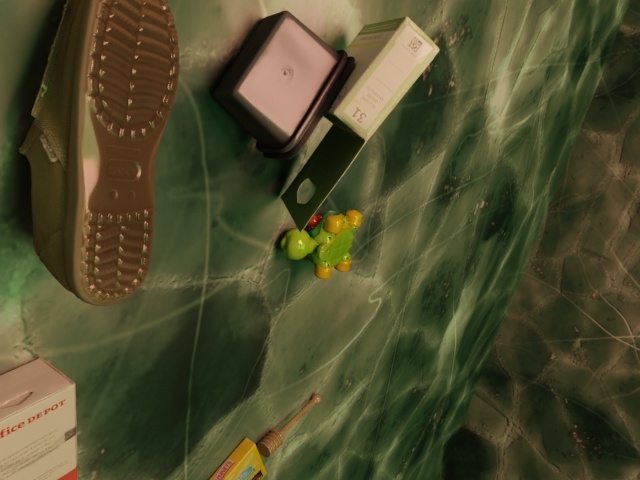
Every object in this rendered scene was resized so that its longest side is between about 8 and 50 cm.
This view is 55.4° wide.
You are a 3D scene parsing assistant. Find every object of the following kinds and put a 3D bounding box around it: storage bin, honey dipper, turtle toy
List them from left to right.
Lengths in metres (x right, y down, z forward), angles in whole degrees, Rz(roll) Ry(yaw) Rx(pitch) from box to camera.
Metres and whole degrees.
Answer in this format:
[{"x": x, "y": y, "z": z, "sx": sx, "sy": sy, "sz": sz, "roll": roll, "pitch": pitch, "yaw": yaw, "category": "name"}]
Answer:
[{"x": -0.046, "y": -0.168, "z": 0.643, "sx": 0.091, "sy": 0.098, "sz": 0.135, "roll": 38, "pitch": 78, "yaw": -32, "category": "storage bin"}, {"x": -0.049, "y": 0.313, "z": 1.055, "sx": 0.160, "sy": 0.030, "sz": 0.031, "roll": -33, "pitch": 138, "yaw": -49, "category": "honey dipper"}, {"x": 0.000, "y": 0.000, "z": 0.854, "sx": 0.130, "sy": 0.066, "sz": 0.095, "roll": -16, "pitch": 125, "yaw": -53, "category": "turtle toy"}]

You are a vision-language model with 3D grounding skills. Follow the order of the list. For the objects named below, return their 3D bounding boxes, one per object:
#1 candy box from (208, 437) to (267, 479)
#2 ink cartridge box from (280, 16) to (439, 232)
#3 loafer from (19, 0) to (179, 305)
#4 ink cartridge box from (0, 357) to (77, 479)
[{"x": -0.165, "y": 0.412, "z": 0.939, "sx": 0.206, "sy": 0.027, "sz": 0.105, "roll": -45, "pitch": 142, "yaw": -31, "category": "candy box"}, {"x": 0.017, "y": -0.137, "z": 0.691, "sx": 0.056, "sy": 0.171, "sz": 0.235, "roll": 37, "pitch": 97, "yaw": -19, "category": "ink cartridge box"}, {"x": -0.182, "y": -0.087, "z": 0.478, "sx": 0.102, "sy": 0.092, "sz": 0.269, "roll": 11, "pitch": 86, "yaw": -64, "category": "loafer"}, {"x": -0.280, "y": 0.190, "z": 0.555, "sx": 0.099, "sy": 0.056, "sz": 0.135, "roll": -24, "pitch": 131, "yaw": -50, "category": "ink cartridge box"}]
